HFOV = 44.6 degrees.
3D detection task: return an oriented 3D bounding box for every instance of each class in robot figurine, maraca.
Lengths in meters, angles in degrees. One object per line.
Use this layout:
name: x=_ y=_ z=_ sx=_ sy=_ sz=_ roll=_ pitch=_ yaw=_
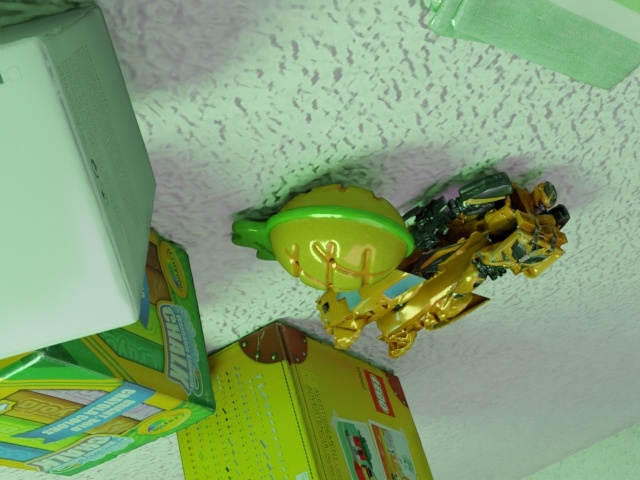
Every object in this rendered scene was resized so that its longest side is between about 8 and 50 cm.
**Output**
robot figurine: x=0.147 y=0.032 z=0.882 sx=0.291 sy=0.085 sz=0.211 roll=-36 pitch=146 yaw=30
maraca: x=0.000 y=0.000 z=0.747 sx=0.186 sy=0.099 sz=0.127 roll=-6 pitch=151 yaw=34

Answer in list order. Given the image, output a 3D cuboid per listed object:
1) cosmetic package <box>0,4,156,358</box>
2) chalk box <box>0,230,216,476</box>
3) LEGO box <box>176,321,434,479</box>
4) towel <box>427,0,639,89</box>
cosmetic package: x=-0.218 y=-0.029 z=0.422 sx=0.224 sy=0.224 sz=0.138 roll=-15 pitch=113 yaw=-4
chalk box: x=-0.218 y=0.091 z=0.699 sx=0.179 sy=0.180 sz=0.289 roll=-26 pitch=150 yaw=16
LEGO box: x=0.025 y=0.400 z=1.022 sx=0.193 sy=0.500 sz=0.372 roll=-29 pitch=148 yaw=18
towel: x=0.255 y=-0.238 z=0.534 sx=0.248 sy=0.038 sz=0.325 roll=6 pitch=143 yaw=-36
